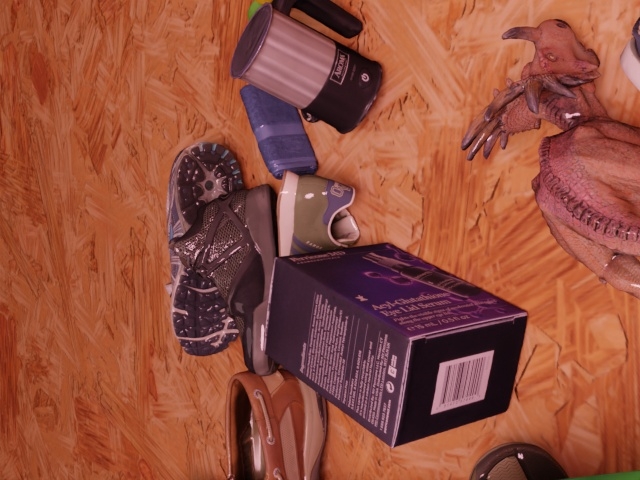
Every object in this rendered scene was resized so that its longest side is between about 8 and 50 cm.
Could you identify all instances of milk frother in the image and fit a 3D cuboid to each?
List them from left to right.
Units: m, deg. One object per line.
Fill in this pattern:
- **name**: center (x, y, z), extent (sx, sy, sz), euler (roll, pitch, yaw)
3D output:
- **milk frother**: center (-0.028, -0.177, 0.977), extent (0.143, 0.134, 0.129), euler (-40, 34, 45)

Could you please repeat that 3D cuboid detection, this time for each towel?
- **towel**: center (-0.050, -0.126, 1.070), extent (0.029, 0.067, 0.119), euler (-37, 67, 47)

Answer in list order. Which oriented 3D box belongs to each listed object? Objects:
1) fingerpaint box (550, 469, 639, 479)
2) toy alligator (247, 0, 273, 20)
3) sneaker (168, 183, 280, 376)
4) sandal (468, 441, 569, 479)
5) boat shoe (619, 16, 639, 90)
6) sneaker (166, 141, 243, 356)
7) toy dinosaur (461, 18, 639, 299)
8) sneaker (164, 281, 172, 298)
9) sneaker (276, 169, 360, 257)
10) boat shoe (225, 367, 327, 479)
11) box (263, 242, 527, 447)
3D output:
- **fingerpaint box**: center (0.299, 0.281, 0.448), extent (0.371, 0.163, 0.445), euler (46, 147, -7)
- **toy alligator**: center (-0.033, -0.321, 1.032), extent (0.051, 0.056, 0.190), euler (24, 122, 1)
- **sneaker**: center (-0.106, 0.052, 1.102), extent (0.130, 0.087, 0.228), euler (-10, 77, 13)
- **sandal**: center (0.193, 0.325, 0.821), extent (0.086, 0.120, 0.303), euler (162, 101, -80)
- **boat shoe**: center (0.301, -0.086, 0.604), extent (0.079, 0.095, 0.254), euler (103, 148, -42)
- **sneaker**: center (-0.150, 0.009, 1.221), extent (0.122, 0.110, 0.283), euler (-152, 63, -67)
- **toy dinosaur**: center (0.190, -0.046, 0.651), extent (0.200, 0.296, 0.127), euler (41, 109, -9)
- **sneaker**: center (-0.191, 0.074, 1.326), extent (0.083, 0.032, 0.037), euler (-8, 103, 58)
- **sneaker**: center (0.000, 0.000, 1.027), extent (0.192, 0.086, 0.064), euler (89, -172, -51)
- **boat shoe**: center (-0.067, 0.303, 1.070), extent (0.122, 0.119, 0.324), euler (-25, 61, 47)
- **box**: center (0.065, 0.089, 0.888), extent (0.207, 0.153, 0.108), euler (28, 117, 46)
